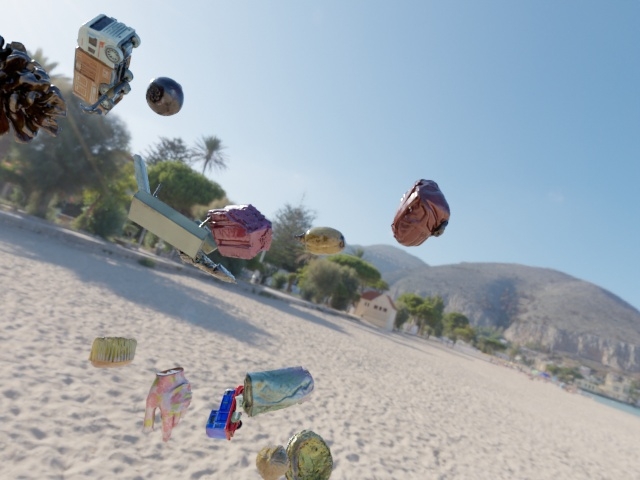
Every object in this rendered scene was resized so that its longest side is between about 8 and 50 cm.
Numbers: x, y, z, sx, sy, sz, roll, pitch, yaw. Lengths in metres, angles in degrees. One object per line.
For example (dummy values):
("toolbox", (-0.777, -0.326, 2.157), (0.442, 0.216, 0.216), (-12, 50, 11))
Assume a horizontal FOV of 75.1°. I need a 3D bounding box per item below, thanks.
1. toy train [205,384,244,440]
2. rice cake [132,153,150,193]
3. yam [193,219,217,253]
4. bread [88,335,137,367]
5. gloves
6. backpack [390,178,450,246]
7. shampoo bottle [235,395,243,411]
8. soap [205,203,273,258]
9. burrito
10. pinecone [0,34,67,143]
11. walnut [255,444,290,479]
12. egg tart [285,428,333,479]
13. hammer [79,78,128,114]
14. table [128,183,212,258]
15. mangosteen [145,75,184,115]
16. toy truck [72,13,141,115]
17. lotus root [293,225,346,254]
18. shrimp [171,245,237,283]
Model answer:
("toy train", (-0.373, 0.691, 1.680), (0.131, 0.082, 0.204), (2, 35, 5))
("rice cake", (-0.806, -0.277, 1.883), (0.040, 0.226, 0.085), (-12, -17, -11))
("yam", (-0.618, -0.011, 2.213), (0.194, 0.107, 0.107), (44, -6, 5))
("bread", (-0.915, 0.492, 1.830), (0.179, 0.133, 0.250), (10, -19, -36))
("gloves", (-0.508, 0.561, 1.403), (0.126, 0.241, 0.145), (-5, -1, 20))
("backpack", (0.304, -0.080, 1.322), (0.139, 0.229, 0.229), (20, -8, -16))
("shampoo bottle", (-0.213, 0.541, 1.390), (0.141, 0.048, 0.034), (-3, -22, -7))
("soap", (-0.255, -0.028, 1.323), (0.099, 0.162, 0.250), (-21, 16, -37))
("burrito", (-0.125, 0.464, 1.286), (0.229, 0.143, 0.089), (-1, 7, -31))
("pinecone", (-0.765, -0.358, 1.000), (0.309, 0.244, 0.244), (40, -7, 3))
("walnut", (-0.142, 0.654, 1.226), (0.105, 0.105, 0.124), (16, -31, 17))
("egg tart", (-0.057, 0.845, 1.581), (0.234, 0.234, 0.094), (24, -40, -37))
("hammer", (-0.666, -0.449, 1.293), (0.078, 0.200, 0.021), (9, -43, 11))
("table", (-0.461, -0.071, 1.315), (0.240, 0.111, 0.121), (34, -42, -9))
("mangosteen", (-0.592, -0.554, 1.605), (0.153, 0.152, 0.152), (18, -8, 3))
("toy truck", (-0.714, -0.581, 1.366), (0.162, 0.136, 0.305), (29, -43, -14))
("lotus root", (0.000, 0.000, 1.709), (0.221, 0.124, 0.118), (5, 23, 19))
("shrimp", (-0.469, 0.088, 1.677), (0.272, 0.085, 0.445), (31, -14, 9))
